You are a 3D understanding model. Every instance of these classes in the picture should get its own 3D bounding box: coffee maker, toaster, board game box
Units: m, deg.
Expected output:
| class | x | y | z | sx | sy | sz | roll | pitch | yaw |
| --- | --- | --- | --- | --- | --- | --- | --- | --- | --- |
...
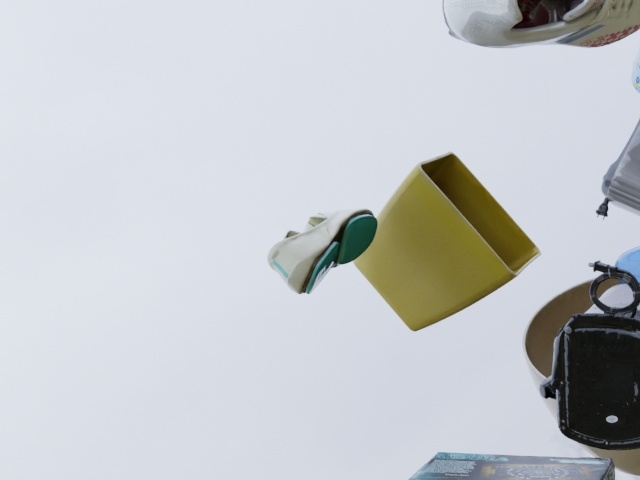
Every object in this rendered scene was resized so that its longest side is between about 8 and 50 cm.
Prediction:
| class | x | y | z | sx | sy | sz | roll | pitch | yaw |
| --- | --- | --- | --- | --- | --- | --- | --- | --- | --- |
| coffee maker | 0.302 | 0.095 | 1.261 | 0.178 | 0.120 | 0.171 | -25 | -43 | -61 |
| toaster | 0.540 | -0.110 | 2.056 | 0.227 | 0.146 | 0.129 | -61 | -26 | 1 |
| board game box | 0.190 | 0.238 | 1.305 | 0.126 | 0.186 | 0.026 | -14 | -78 | -69 |

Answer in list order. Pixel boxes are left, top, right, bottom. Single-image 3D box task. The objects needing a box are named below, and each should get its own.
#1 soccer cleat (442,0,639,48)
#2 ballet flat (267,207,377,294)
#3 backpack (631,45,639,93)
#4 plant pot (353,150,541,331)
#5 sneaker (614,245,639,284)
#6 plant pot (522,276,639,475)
| class | x | y | z | sx | sy | sz | roll | pitch | yaw |
| --- | --- | --- | --- | --- | --- | --- | --- | --- | --- |
| soccer cleat | 0.291 | -0.266 | 1.458 | 0.331 | 0.143 | 0.116 | -14 | -79 | -31 |
| ballet flat | 0.000 | 0.000 | 1.759 | 0.086 | 0.086 | 0.248 | -56 | -10 | 25 |
| backpack | 0.609 | -0.309 | 2.212 | 0.117 | 0.173 | 0.158 | 74 | -155 | -44 |
| plant pot | 0.175 | 0.014 | 1.978 | 0.187 | 0.212 | 0.212 | -43 | -7 | 21 |
| sneaker | 0.458 | 0.040 | 1.651 | 0.082 | 0.209 | 0.069 | 5 | -87 | -54 |
| plant pot | 0.420 | 0.192 | 1.716 | 0.284 | 0.284 | 0.191 | -30 | -59 | -24 |
